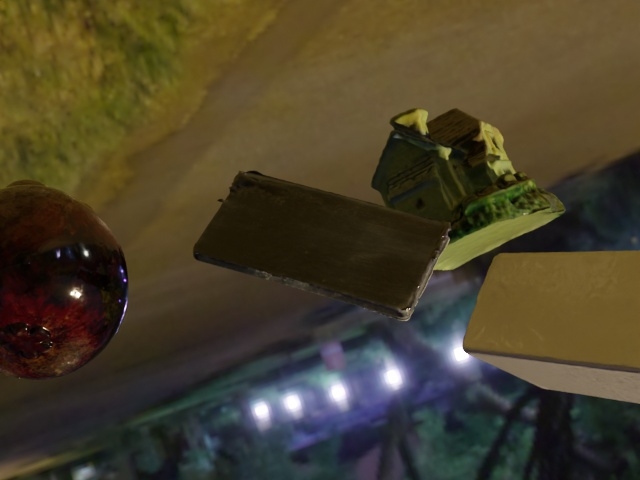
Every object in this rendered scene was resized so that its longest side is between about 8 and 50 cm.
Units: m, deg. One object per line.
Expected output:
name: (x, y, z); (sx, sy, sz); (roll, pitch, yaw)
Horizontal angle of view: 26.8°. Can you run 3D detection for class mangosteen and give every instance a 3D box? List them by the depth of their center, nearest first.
mangosteen: (-0.183, 0.018, 0.860); (0.140, 0.140, 0.140); (-19, 177, -1)

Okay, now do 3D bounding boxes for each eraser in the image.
eraser: (0.195, 0.054, 0.804); (0.078, 0.076, 0.298); (25, 170, -19)

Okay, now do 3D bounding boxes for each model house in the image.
model house: (0.169, -0.078, 1.676); (0.195, 0.189, 0.214); (-31, 167, 25)

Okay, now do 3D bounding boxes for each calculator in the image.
calculator: (0.000, 0.000, 1.493); (0.262, 0.021, 0.161); (16, -136, 15)
